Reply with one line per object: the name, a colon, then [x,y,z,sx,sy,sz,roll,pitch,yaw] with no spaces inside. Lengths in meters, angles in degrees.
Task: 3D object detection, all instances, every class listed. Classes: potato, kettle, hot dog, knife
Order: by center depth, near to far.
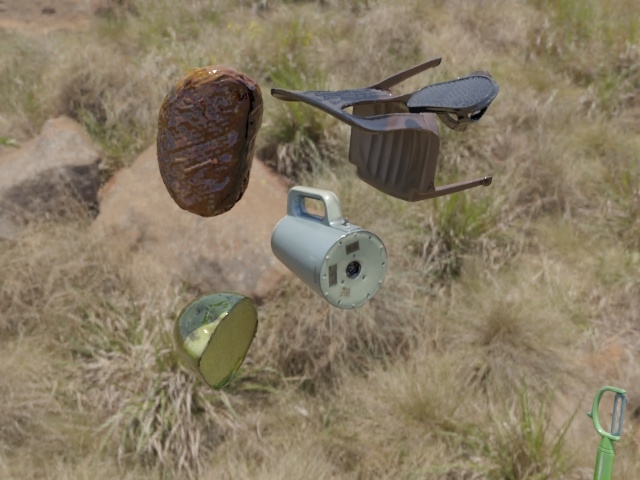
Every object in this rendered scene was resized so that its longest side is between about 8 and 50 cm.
knife: [0.386,0.305,1.047,0.015,0.212,0.054,2,5,-41]
hot dog: [-0.162,-0.149,1.138,0.160,0.227,0.099,7,12,-33]
potato: [-0.195,0.161,1.317,0.111,0.272,0.160,25,72,13]
kettle: [0.000,0.000,1.534,0.160,0.211,0.243,-15,25,-30]

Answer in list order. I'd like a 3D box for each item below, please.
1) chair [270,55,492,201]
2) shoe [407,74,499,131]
chair: [0.090,-0.145,1.073,0.326,0.183,0.175,-19,34,-36]
shoe: [0.169,-0.163,0.927,0.062,0.053,0.159,-46,28,-15]
